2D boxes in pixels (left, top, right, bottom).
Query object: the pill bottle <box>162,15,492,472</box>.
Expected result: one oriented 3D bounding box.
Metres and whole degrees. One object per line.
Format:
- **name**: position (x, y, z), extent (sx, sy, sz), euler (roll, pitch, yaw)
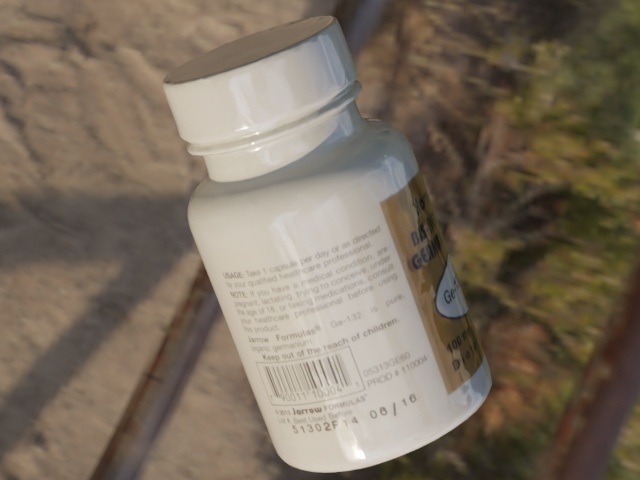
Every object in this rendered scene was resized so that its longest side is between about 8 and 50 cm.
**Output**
- **pill bottle**: position (0.000, 0.000, 1.065), extent (0.131, 0.131, 0.229), euler (-30, 107, -34)
